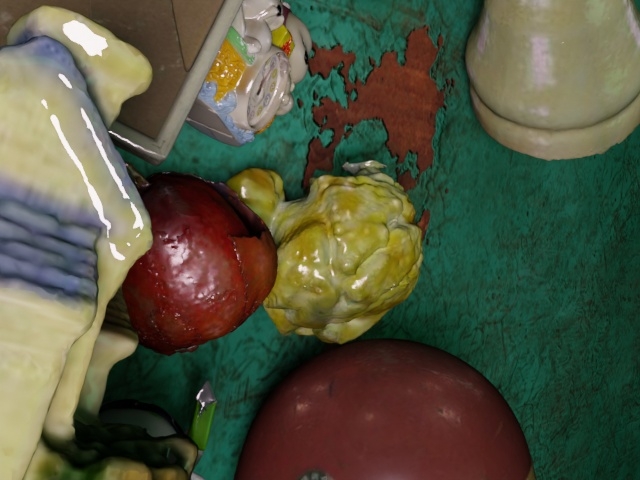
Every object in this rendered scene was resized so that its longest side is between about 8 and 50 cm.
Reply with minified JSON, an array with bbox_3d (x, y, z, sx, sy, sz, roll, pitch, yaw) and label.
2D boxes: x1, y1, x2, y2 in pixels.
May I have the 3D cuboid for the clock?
[{"bbox_3d":[-0.071,-0.165,0.723,0.144,0.103,0.231,-62,166,-8],"label":"clock"}]

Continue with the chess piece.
[{"bbox_3d":[0.268,-0.313,0.969,0.234,0.234,0.442,-58,150,-24],"label":"chess piece"}]

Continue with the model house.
[{"bbox_3d":[-0.175,0.035,0.462,0.261,0.321,0.266,23,72,-32],"label":"model house"}]

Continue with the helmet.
[{"bbox_3d":[0.069,0.211,0.854,0.385,0.337,0.230,-20,111,-70],"label":"helmet"}]

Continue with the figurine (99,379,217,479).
[{"bbox_3d":[-0.157,0.187,0.702,0.192,0.147,0.126,99,-13,-67],"label":"figurine"}]

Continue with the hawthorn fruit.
[{"bbox_3d":[-0.118,0.006,0.709,0.148,0.148,0.172,-45,117,-36],"label":"hawthorn fruit"}]

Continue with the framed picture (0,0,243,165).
[{"bbox_3d":[-0.146,-0.244,0.583,0.240,0.020,0.324,26,76,-18],"label":"framed picture"}]

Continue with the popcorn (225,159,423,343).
[{"bbox_3d":[0.000,0.000,0.838,0.198,0.212,0.198,-59,-176,7],"label":"popcorn"}]
